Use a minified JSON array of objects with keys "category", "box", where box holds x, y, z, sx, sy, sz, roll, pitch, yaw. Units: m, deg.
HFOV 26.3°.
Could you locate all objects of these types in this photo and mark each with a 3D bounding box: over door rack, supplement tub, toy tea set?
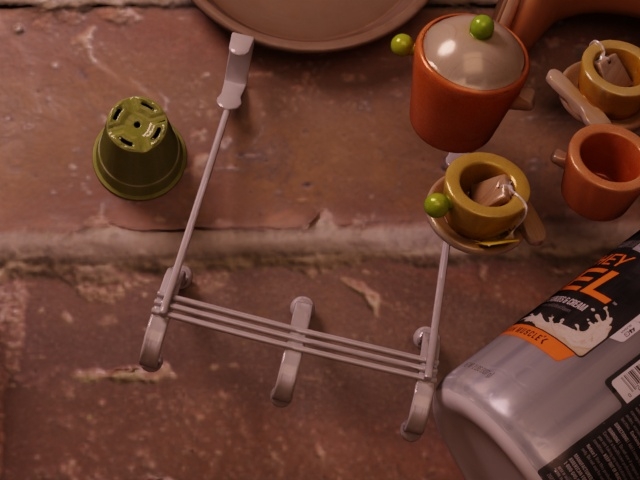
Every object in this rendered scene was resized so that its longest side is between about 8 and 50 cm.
[{"category":"over door rack","box":[0.000,0.000,1.163,0.239,0.108,0.324,14,58,-2]},{"category":"supplement tub","box":[0.264,0.106,1.101,0.316,0.193,0.194,-34,79,-15]},{"category":"toy tea set","box":[0.224,-0.113,1.128,0.336,0.124,0.200,-10,55,-18]}]

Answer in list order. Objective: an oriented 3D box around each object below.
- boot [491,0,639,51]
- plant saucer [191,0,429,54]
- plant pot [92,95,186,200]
[{"category":"boot","box":[0.295,-0.229,1.265,0.220,0.109,0.283,35,64,1]},{"category":"plant saucer","box":[-0.013,-0.295,1.276,0.277,0.041,0.278,1,73,-5]},{"category":"plant pot","box":[-0.156,-0.086,1.176,0.083,0.079,0.083,2,73,-6]}]
